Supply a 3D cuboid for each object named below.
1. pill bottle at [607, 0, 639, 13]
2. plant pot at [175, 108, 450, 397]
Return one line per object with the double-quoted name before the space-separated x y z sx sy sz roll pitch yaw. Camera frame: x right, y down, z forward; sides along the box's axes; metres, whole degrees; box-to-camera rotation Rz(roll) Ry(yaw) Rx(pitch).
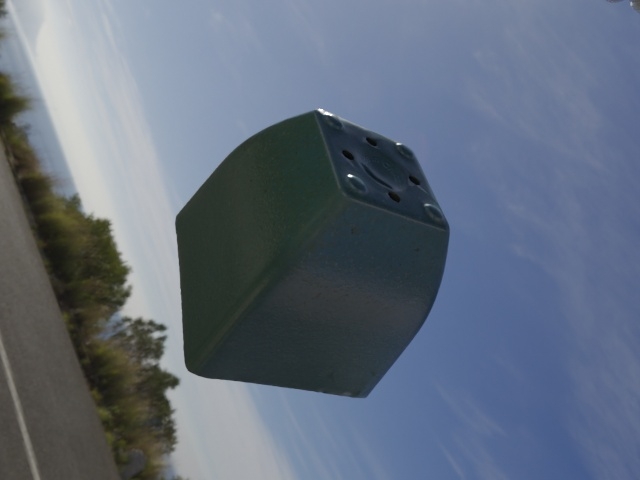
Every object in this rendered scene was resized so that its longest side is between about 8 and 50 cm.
"pill bottle" 0.296 -0.300 0.628 0.152 0.086 0.086 38 -20 -3
"plant pot" 0.000 0.000 0.718 0.252 0.247 0.247 -51 -142 34
